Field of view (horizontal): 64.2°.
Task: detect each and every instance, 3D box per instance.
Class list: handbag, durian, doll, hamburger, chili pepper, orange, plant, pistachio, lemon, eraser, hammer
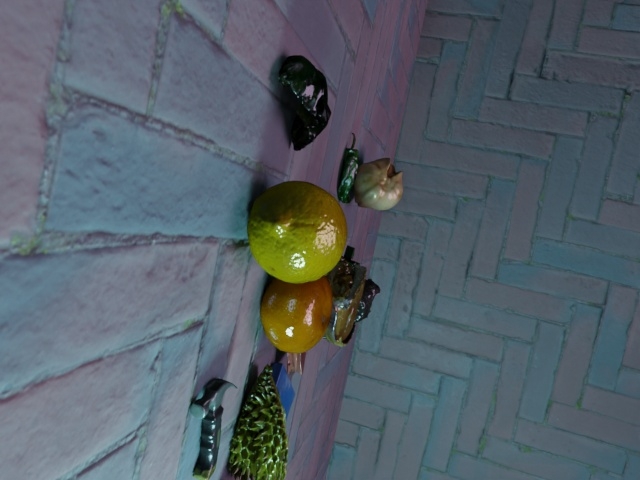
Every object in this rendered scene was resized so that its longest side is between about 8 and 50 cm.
[{"bbox_3d":[-0.076,0.309,1.651,0.157,0.059,0.213,-76,167,-69],"label":"handbag"},{"bbox_3d":[-0.149,0.525,1.417,0.198,0.163,0.395,-43,137,-72],"label":"durian"},{"bbox_3d":[0.089,0.132,2.137,0.186,0.106,0.134,-51,150,-28],"label":"doll"},{"bbox_3d":[0.045,0.229,1.854,0.318,0.195,0.277,-54,156,-54],"label":"hamburger"},{"bbox_3d":[0.112,-0.264,1.962,0.122,0.065,0.279,-68,168,-69],"label":"chili pepper"},{"bbox_3d":[-0.025,-0.328,1.199,0.265,0.116,0.148,67,34,-69],"label":"chili pepper"},{"bbox_3d":[-0.067,0.181,1.382,0.240,0.171,0.241,-27,121,-59],"label":"orange"},{"bbox_3d":[0.164,0.271,2.426,0.276,0.198,0.189,-43,150,-61],"label":"plant"},{"bbox_3d":[0.250,-0.246,2.230,0.238,0.229,0.321,-37,-169,24],"label":"pistachio"},{"bbox_3d":[-0.051,-0.022,1.148,0.254,0.228,0.229,72,33,-64],"label":"lemon"},{"bbox_3d":[-0.139,0.519,1.676,0.312,0.042,0.144,82,24,-57],"label":"eraser"},{"bbox_3d":[-0.245,0.422,1.145,0.158,0.041,0.227,-34,134,-69],"label":"hammer"}]
